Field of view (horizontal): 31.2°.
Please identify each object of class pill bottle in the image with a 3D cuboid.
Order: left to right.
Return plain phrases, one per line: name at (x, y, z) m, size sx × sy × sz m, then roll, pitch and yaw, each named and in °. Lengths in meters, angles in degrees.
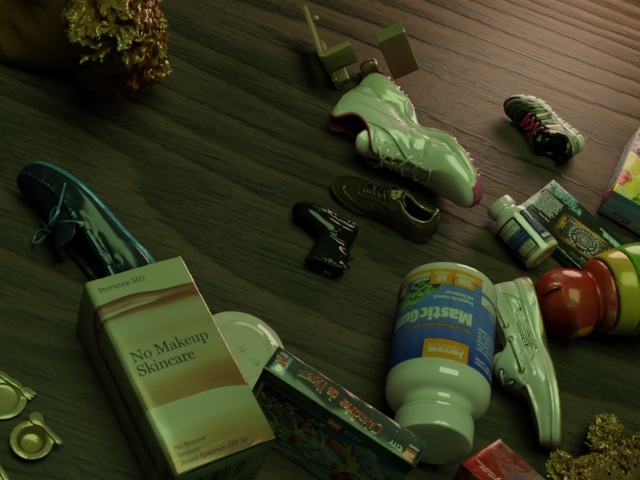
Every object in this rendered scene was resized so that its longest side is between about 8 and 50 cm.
pill bottle at (0.174, 0.178, 1.660) m, size 0.152 × 0.152 × 0.272 m, roll 18°, pitch 49°, yaw -8°
pill bottle at (0.338, -0.017, 1.931) m, size 0.067 × 0.067 × 0.120 m, roll -25°, pitch 67°, yaw -34°

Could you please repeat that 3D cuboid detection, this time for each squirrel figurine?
squirrel figurine at (-0.359, -0.426, 1.767) m, size 0.281 × 0.370 × 0.397 m, roll -32°, pitch 71°, yaw -37°

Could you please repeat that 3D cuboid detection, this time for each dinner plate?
dinner plate at (-0.117, 0.159, 1.651) m, size 0.141 × 0.017 × 0.141 m, roll 11°, pitch 53°, yaw -15°

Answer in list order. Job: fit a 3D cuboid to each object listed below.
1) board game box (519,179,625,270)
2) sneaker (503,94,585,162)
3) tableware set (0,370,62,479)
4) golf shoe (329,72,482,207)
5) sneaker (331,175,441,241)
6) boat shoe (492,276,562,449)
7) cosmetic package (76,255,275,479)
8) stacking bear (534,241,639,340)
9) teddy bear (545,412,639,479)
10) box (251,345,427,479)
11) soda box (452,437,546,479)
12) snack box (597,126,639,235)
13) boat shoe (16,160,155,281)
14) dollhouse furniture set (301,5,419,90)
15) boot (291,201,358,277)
board game box at (0.436, -0.013, 1.994) m, size 0.186 × 0.026 × 0.126 m, roll 45°, pitch 51°, yaw 15°
sneaker at (0.405, -0.203, 2.102) m, size 0.170 × 0.063 × 0.075 m, roll 37°, pitch 44°, yaw 2°
tableware set at (-0.422, 0.248, 1.458) m, size 0.168 × 0.020 × 0.141 m, roll -33°, pitch 71°, yaw -36°
golf shoe at (0.140, -0.148, 1.939) m, size 0.140 × 0.115 × 0.306 m, roll -33°, pitch 64°, yaw -26°
sneaker at (0.112, -0.069, 1.878) m, size 0.188 × 0.071 × 0.066 m, roll 26°, pitch 49°, yaw -2°
boat shoe at (0.304, 0.192, 1.751) m, size 0.096 × 0.098 × 0.277 m, roll -10°, pitch 60°, yaw 1°
cosmetic package at (-0.197, 0.186, 1.521) m, size 0.153 × 0.129 × 0.296 m, roll -18°, pitch 62°, yaw -28°
stacking bear at (0.483, 0.090, 1.854) m, size 0.289 × 0.175 × 0.164 m, roll -7°, pitch 67°, yaw -15°
teddy bear at (0.468, 0.360, 1.685) m, size 0.245 × 0.113 × 0.338 m, roll 50°, pitch 45°, yaw 10°
box at (0.010, 0.257, 1.530) m, size 0.233 × 0.159 × 0.044 m, roll 33°, pitch 49°, yaw 4°
soda box at (0.297, 0.396, 1.550) m, size 0.092 × 0.083 × 0.263 m, roll -21°, pitch 51°, yaw -40°
snack box at (0.623, -0.091, 2.099) m, size 0.174 × 0.070 × 0.207 m, roll 31°, pitch 50°, yaw 4°
boat shoe at (-0.346, -0.013, 1.634) m, size 0.258 × 0.109 × 0.089 m, roll 39°, pitch 54°, yaw 12°
dollhouse furniture set at (0.072, -0.360, 2.039) m, size 0.151 × 0.144 × 0.123 m, roll -23°, pitch 58°, yaw 7°
boot at (0.000, 0.000, 1.802) m, size 0.121 × 0.045 × 0.099 m, roll 24°, pitch 53°, yaw -3°
